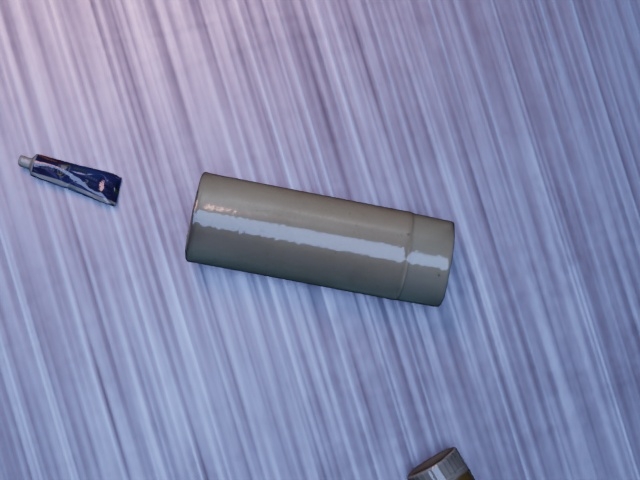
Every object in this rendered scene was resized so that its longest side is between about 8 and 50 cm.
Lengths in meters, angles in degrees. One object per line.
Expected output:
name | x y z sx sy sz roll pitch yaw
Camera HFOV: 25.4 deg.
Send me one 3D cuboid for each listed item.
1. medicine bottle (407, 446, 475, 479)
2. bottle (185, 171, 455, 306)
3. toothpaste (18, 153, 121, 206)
medicine bottle | 0.108 0.208 1.109 0.047 0.047 0.083 -31 88 -3
bottle | 0.000 0.000 1.104 0.201 0.072 0.072 11 87 -2
toothpaste | -0.199 -0.051 1.126 0.083 0.019 0.027 17 69 -5
